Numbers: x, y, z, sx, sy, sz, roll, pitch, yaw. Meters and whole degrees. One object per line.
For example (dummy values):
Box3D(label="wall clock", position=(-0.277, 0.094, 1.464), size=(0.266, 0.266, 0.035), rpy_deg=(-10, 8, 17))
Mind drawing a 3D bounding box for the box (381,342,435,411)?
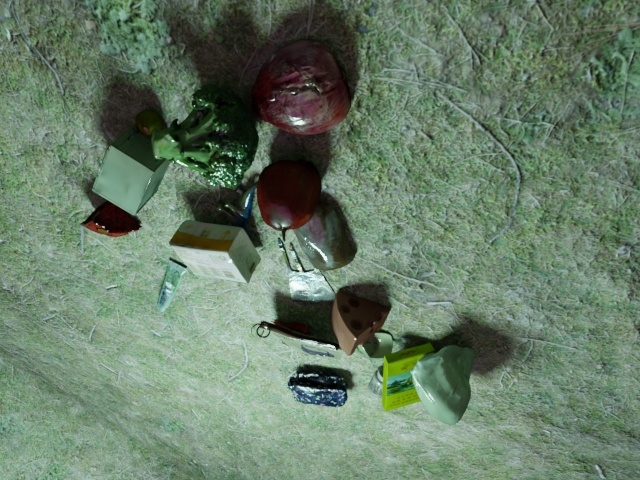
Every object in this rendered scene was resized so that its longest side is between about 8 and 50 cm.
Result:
Box3D(label="box", position=(0.332, 0.531, 1.730), size=(0.187, 0.047, 0.334), rpy_deg=(-12, 130, -9))

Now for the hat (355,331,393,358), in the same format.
Box3D(label="hat", position=(0.189, 0.377, 1.687), size=(0.166, 0.081, 0.122), rpy_deg=(-3, 91, 0))

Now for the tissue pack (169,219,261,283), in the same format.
Box3D(label="tissue pack", position=(-0.340, 0.035, 1.473), size=(0.225, 0.124, 0.184), rpy_deg=(7, 143, 22))

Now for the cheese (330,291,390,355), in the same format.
Box3D(label="cheese", position=(0.123, 0.302, 1.556), size=(0.203, 0.177, 0.128), rpy_deg=(18, 132, 1))

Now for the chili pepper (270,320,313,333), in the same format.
Box3D(label="chili pepper", position=(-0.113, 0.338, 1.762), size=(0.178, 0.027, 0.045), rpy_deg=(13, 133, 9))

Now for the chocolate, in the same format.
Box3D(label="chocolate", position=(-0.002, 0.001, 1.393), size=(0.157, 0.080, 0.253), rpy_deg=(-12, 125, 20))

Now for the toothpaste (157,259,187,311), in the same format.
Box3D(label="toothpaste", position=(-0.595, 0.187, 1.770), size=(0.075, 0.048, 0.296), rpy_deg=(28, 129, -7))

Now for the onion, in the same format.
Box3D(label="onion", position=(-0.072, -0.342, 1.101), size=(0.284, 0.120, 0.227), rpy_deg=(-17, 118, 29))

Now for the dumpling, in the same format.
Box3D(label="dumpling", position=(0.425, 0.496, 1.583), size=(0.212, 0.269, 0.320), rpy_deg=(9, 159, 15))

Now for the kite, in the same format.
Box3D(label="kite", position=(-0.048, 0.112, 1.559), size=(0.170, 0.015, 0.309), rpy_deg=(-1, 130, 16))

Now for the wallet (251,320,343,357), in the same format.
Box3D(label="wallet", position=(-0.066, 0.383, 1.684), size=(0.336, 0.068, 0.275), rpy_deg=(12, 163, 16))

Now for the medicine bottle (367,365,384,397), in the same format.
Box3D(label="medicine bottle", position=(0.246, 0.569, 1.817), size=(0.079, 0.079, 0.140), rpy_deg=(17, 132, 2))

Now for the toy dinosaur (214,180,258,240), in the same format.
Box3D(label="toy dinosaur", position=(-0.226, -0.081, 1.426), size=(0.248, 0.075, 0.188), rpy_deg=(-33, 124, 30))

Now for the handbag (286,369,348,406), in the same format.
Box3D(label="handbag", position=(-0.008, 0.630, 1.928), size=(0.261, 0.113, 0.161), rpy_deg=(3, 137, 13))

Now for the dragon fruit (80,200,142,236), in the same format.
Box3D(label="dragon fruit", position=(-0.726, -0.048, 1.556), size=(0.161, 0.120, 0.127), rpy_deg=(40, 135, -24))

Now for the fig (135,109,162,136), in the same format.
Box3D(label="fig", position=(-0.482, -0.325, 1.261), size=(0.074, 0.088, 0.073), rpy_deg=(-6, 128, -8))

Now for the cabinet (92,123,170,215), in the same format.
Box3D(label="cabinet", position=(-0.555, -0.214, 1.339), size=(0.150, 0.145, 0.206), rpy_deg=(33, 131, -12))

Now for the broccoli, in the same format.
Box3D(label="broccoli", position=(-0.294, -0.264, 1.161), size=(0.271, 0.269, 0.269), rpy_deg=(-9, 135, -19))

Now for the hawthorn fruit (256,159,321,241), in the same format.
Box3D(label="hawthorn fruit", position=(-0.094, -0.109, 1.246), size=(0.190, 0.251, 0.189), rpy_deg=(9, 159, 4))
